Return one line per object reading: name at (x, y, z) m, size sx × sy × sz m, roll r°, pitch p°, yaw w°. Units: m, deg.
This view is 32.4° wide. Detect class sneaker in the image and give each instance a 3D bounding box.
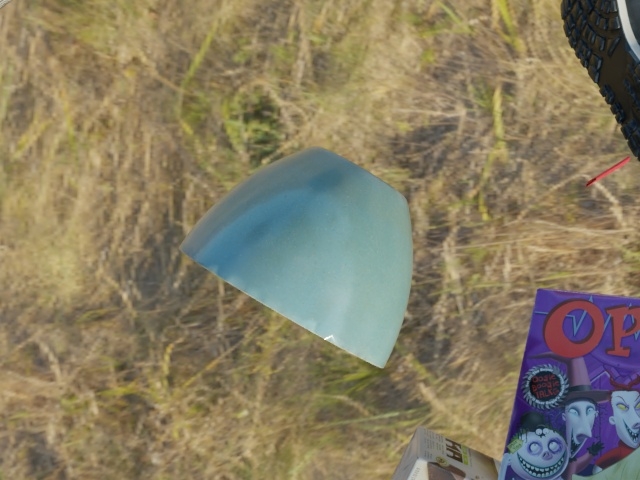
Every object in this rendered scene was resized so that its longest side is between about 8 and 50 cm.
sneaker at (0.356, -0.207, 1.178) m, size 0.107 × 0.124 × 0.283 m, roll 119°, pitch 136°, yaw -62°

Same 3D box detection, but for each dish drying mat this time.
dish drying mat at (0.453, -0.109, 1.739) m, size 0.008 × 0.083 × 0.032 m, roll 58°, pitch 152°, yaw 8°

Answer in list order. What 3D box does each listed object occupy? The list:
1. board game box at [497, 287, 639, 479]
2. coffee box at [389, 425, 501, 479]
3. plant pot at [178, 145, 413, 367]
board game box at (0.312, 0.151, 0.804) m, size 0.347 × 0.056 × 0.208 m, roll 5°, pitch 61°, yaw 25°
coffee box at (0.252, 0.436, 1.716) m, size 0.297 × 0.119 × 0.168 m, roll 23°, pitch 107°, yaw -2°
plant pot at (0.000, 0.000, 1.356) m, size 0.290 × 0.290 × 0.195 m, roll 30°, pitch 89°, yaw 23°
